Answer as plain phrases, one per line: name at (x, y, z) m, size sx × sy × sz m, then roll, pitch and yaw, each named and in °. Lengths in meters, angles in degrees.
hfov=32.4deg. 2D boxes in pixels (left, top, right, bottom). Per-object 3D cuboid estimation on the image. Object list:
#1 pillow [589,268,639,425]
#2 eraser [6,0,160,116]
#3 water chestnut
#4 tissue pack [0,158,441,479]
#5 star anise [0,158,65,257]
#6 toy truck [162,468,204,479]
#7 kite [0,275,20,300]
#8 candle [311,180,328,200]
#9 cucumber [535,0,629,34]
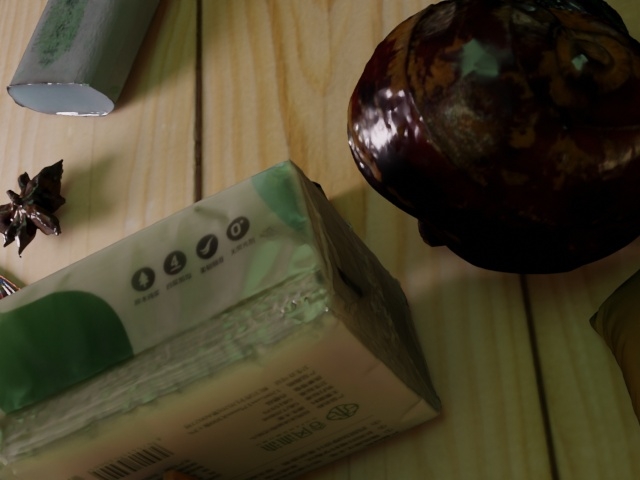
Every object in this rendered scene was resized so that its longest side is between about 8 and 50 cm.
pillow at (0.343, 0.045, 0.808) m, size 0.310 × 0.119 × 0.312 m, roll -46°, pitch 16°, yaw 22°
eraser at (-0.301, -0.279, 1.450) m, size 0.174 × 0.081 × 0.227 m, roll 5°, pitch 67°, yaw 32°
water chestnut at (0.167, -0.091, 0.985) m, size 0.289 × 0.289 × 0.244 m, roll 17°, pitch 101°, yaw 35°
tissue pack at (-0.107, 0.117, 1.005) m, size 0.356 × 0.266 × 0.194 m, roll -26°, pitch 55°, yaw 14°
star anise at (-0.372, -0.034, 1.367) m, size 0.129 × 0.056 × 0.124 m, roll -17°, pitch 57°, yaw 20°
toy truck at (-0.213, 0.366, 0.961) m, size 0.387 × 0.207 × 0.173 m, roll -34°, pitch 52°, yaw 8°
kite at (-0.418, 0.094, 1.352) m, size 0.190 × 0.010 × 0.159 m, roll -23°, pitch 57°, yaw 18°
candle at (0.000, 0.000, 1.148) m, size 0.052 × 0.052 × 0.130 m, roll -32°, pitch 54°, yaw 10°
cucumber at (0.233, -0.256, 1.149) m, size 0.074 × 0.074 × 0.241 m, roll -42°, pitch 53°, yaw 2°
